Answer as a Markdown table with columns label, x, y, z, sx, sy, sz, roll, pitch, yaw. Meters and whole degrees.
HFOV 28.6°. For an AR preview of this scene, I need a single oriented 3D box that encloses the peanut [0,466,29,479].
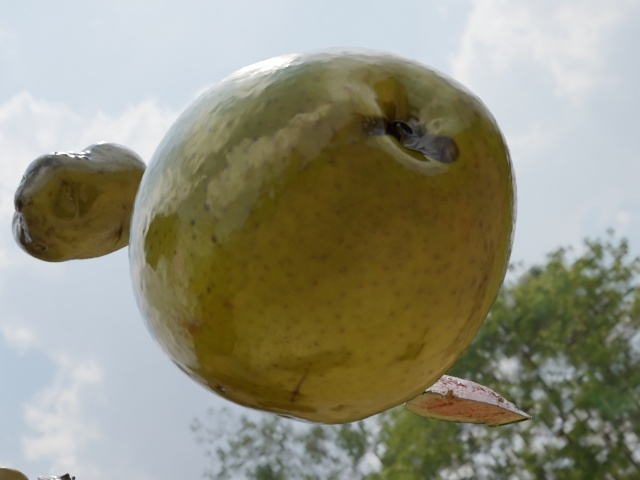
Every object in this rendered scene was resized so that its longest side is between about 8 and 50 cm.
| label | x | y | z | sx | sy | sz | roll | pitch | yaw |
| --- | --- | --- | --- | --- | --- | --- | --- | --- | --- |
| peanut | -0.327 | 0.303 | 1.042 | 0.340 | 0.174 | 0.158 | -49 | 17 | 20 |

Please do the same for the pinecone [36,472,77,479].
| label | x | y | z | sx | sy | sz | roll | pitch | yaw |
| --- | --- | --- | --- | --- | --- | --- | --- | --- | --- |
| pinecone | -0.388 | 0.386 | 1.807 | 0.109 | 0.102 | 0.102 | -39 | -22 | 7 |

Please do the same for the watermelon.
| label | x | y | z | sx | sy | sz | roll | pitch | yaw |
| --- | --- | --- | --- | --- | --- | --- | --- | --- | --- |
| watermelon | 0.187 | 0.213 | 1.697 | 0.119 | 0.063 | 0.245 | 0 | -16 | 44 |

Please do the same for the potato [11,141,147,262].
| label | x | y | z | sx | sy | sz | roll | pitch | yaw |
| --- | --- | --- | --- | --- | --- | --- | --- | --- | --- |
| potato | -0.320 | -0.049 | 1.690 | 0.200 | 0.137 | 0.154 | -16 | -17 | -33 |

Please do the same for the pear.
| label | x | y | z | sx | sy | sz | roll | pitch | yaw |
| --- | --- | --- | --- | --- | --- | --- | --- | --- | --- |
| pear | 0.000 | 0.000 | 1.185 | 0.362 | 0.362 | 0.418 | -18 | -22 | -39 |
